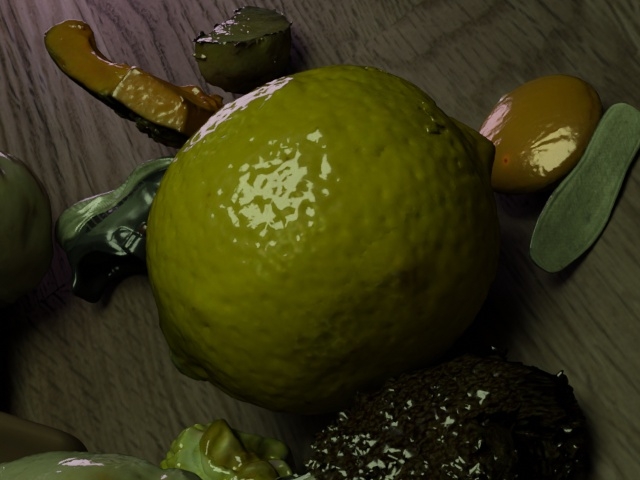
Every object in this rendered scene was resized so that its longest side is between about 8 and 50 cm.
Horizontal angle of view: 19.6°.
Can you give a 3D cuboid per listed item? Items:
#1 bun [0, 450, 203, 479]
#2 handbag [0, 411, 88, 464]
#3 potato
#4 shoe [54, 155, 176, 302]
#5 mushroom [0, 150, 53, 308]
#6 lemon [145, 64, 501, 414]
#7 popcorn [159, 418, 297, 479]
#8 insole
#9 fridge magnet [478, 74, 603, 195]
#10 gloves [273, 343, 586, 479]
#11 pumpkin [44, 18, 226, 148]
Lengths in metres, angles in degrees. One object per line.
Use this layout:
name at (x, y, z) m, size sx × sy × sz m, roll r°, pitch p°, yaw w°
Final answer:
bun at (-0.178, 0.331, 1.581) m, size 0.365 × 0.365 × 0.219 m, roll -22°, pitch 14°, yaw 25°
handbag at (-0.327, 0.247, 1.811) m, size 0.302 × 0.283 × 0.149 m, roll -18°, pitch 57°, yaw 64°
potato at (-0.076, -0.213, 2.161) m, size 0.101 × 0.089 × 0.172 m, roll 1°, pitch 19°, yaw 16°
shoe at (-0.200, -0.009, 2.067) m, size 0.227 × 0.099 × 0.112 m, roll -24°, pitch 50°, yaw 28°
mushroom at (-0.447, 0.053, 2.101) m, size 0.314 × 0.314 × 0.336 m, roll -22°, pitch 66°, yaw 25°
lemon at (0.002, -0.001, 1.712) m, size 0.336 × 0.336 × 0.336 m, roll -23°, pitch 44°, yaw 24°
popcorn at (-0.087, 0.232, 1.734) m, size 0.126 × 0.126 × 0.145 m, roll -51°, pitch 20°, yaw 8°
insole at (0.253, -0.049, 1.739) m, size 0.192 × 0.063 × 0.010 m, roll -58°, pitch 15°, yaw -19°
fridge magnet at (0.214, -0.101, 1.812) m, size 0.143 × 0.063 × 0.143 m, roll -24°, pitch 42°, yaw 23°
gloves at (0.086, 0.207, 1.598) m, size 0.312 × 0.135 × 0.210 m, roll -44°, pitch 33°, yaw -4°
pumpkin at (-0.138, -0.141, 2.010) m, size 0.290 × 0.258 × 0.095 m, roll 23°, pitch 91°, yaw 51°
